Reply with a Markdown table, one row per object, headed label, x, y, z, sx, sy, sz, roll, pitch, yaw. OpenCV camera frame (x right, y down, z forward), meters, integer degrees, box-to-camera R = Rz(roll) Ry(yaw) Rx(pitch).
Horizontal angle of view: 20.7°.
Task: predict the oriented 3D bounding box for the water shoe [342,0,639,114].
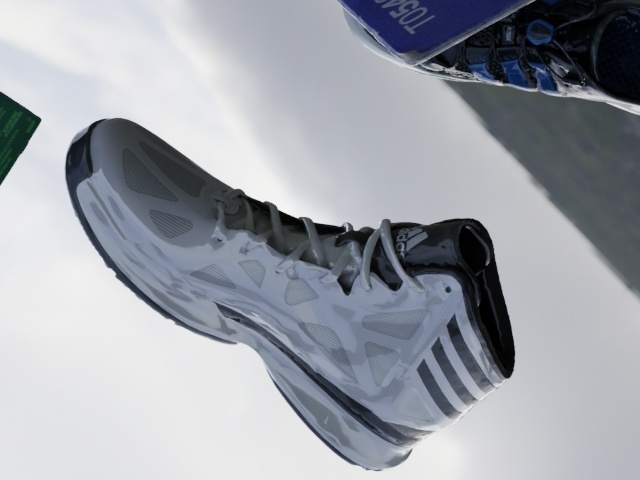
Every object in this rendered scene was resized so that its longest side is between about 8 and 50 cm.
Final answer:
| label | x | y | z | sx | sy | sz | roll | pitch | yaw |
| --- | --- | --- | --- | --- | --- | --- | --- | --- | --- |
| water shoe | 0.114 | -0.108 | 0.862 | 0.203 | 0.073 | 0.080 | 10 | -177 | -8 |

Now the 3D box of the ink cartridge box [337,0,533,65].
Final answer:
| label | x | y | z | sx | sy | sz | roll | pitch | yaw |
| --- | --- | --- | --- | --- | --- | --- | --- | --- | --- |
| ink cartridge box | 0.118 | -0.239 | 0.854 | 0.071 | 0.330 | 0.324 | 66 | 173 | -32 |

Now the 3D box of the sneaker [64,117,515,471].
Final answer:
| label | x | y | z | sx | sy | sz | roll | pitch | yaw |
| --- | --- | --- | --- | --- | --- | --- | --- | --- | --- |
| sneaker | 0.001 | 0.000 | 1.583 | 0.447 | 0.257 | 0.169 | 41 | -145 | -17 |

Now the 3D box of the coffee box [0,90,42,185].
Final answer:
| label | x | y | z | sx | sy | sz | roll | pitch | yaw |
| --- | --- | --- | --- | --- | --- | --- | --- | --- | --- |
| coffee box | -0.310 | -0.093 | 1.279 | 0.184 | 0.113 | 0.040 | 33 | 169 | -18 |
